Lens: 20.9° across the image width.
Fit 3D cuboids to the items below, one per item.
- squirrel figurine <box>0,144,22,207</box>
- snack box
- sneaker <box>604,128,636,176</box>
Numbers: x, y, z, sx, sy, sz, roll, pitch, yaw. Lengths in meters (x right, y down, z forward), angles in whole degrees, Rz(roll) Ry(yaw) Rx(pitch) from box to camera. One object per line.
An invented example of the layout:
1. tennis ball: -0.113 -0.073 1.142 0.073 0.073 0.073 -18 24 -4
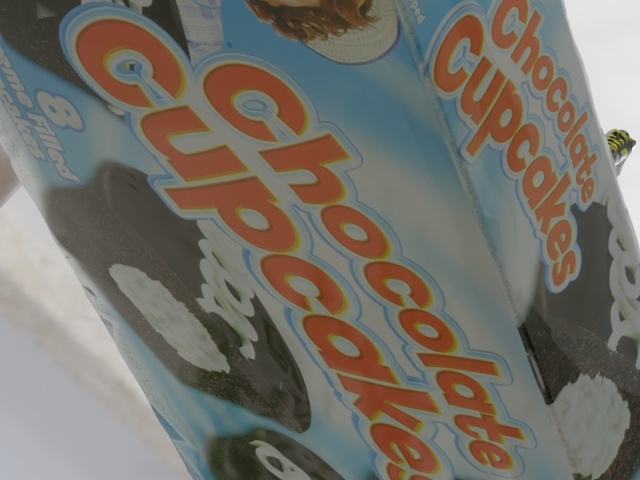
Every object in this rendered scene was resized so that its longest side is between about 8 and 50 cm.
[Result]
1. squirrel figurine: -0.113 -0.203 0.697 0.281 0.370 0.397 48 -16 -20
2. snack box: 0.000 0.000 0.502 0.187 0.060 0.322 13 -40 39
3. sneaker: 0.216 -0.070 1.301 0.031 0.035 0.083 35 10 14
